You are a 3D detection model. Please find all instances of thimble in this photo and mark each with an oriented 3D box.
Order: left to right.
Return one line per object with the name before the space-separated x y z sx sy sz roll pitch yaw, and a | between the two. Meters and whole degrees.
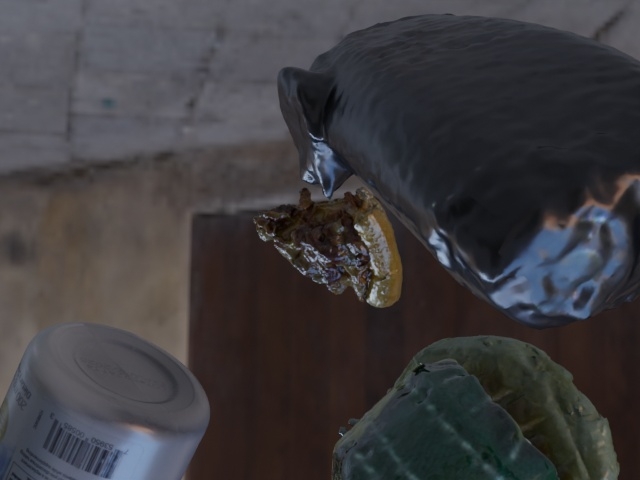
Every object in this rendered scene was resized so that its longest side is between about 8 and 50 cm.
thimble | 0.132 0.239 1.468 0.254 0.167 0.288 50 179 -35

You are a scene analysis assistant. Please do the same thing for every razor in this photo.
razor | 0.105 -0.061 0.973 0.189 0.107 0.327 -20 -153 -18

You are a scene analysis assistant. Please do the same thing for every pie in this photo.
pie | 0.181 0.246 1.791 0.306 0.306 0.071 -7 170 36

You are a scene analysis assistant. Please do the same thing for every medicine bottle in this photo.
medicine bottle | -0.213 0.222 1.317 0.157 0.289 0.157 24 -161 -9

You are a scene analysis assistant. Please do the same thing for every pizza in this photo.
pizza | 0.000 0.002 1.840 0.193 0.069 0.154 12 140 29
